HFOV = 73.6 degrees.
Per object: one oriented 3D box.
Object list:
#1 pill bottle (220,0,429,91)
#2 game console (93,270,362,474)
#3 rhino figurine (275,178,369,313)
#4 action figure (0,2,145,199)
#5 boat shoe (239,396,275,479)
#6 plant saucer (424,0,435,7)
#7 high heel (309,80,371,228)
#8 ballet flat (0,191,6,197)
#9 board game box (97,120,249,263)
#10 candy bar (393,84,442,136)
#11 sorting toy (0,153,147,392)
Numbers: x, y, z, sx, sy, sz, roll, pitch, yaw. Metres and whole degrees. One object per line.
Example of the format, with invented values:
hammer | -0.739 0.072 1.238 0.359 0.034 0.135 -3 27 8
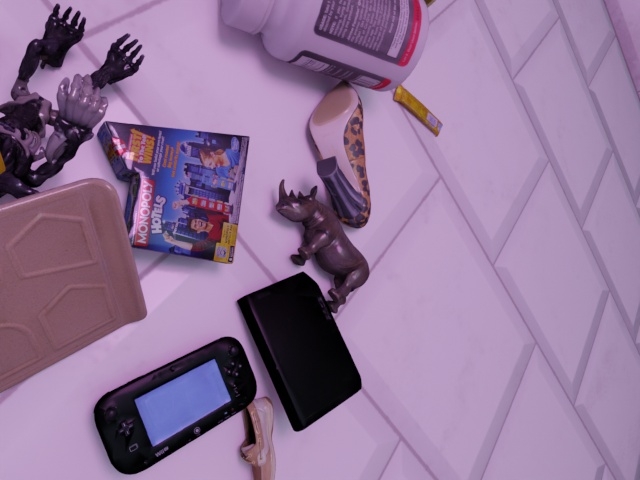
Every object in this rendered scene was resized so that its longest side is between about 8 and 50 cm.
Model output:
pill bottle | 0.008 -0.372 0.707 0.318 0.176 0.177 5 81 -32
game console | -0.112 0.197 0.604 0.361 0.044 0.213 -22 83 -35
rhino figurine | 0.000 0.000 0.725 0.106 0.073 0.243 -42 108 -29
action figure | -0.303 -0.148 0.436 0.164 0.141 0.276 30 49 -19
boat shoe | -0.096 0.304 0.631 0.045 0.050 0.136 6 71 -33
plant saucer | 0.101 -0.482 0.818 0.188 0.188 0.045 38 32 -28
high heel | 0.052 -0.158 0.804 0.186 0.093 0.261 54 37 -50
ballet flat | -0.413 -0.106 0.449 0.057 0.049 0.173 -40 112 10
board game box | -0.206 -0.076 0.585 0.194 0.060 0.194 13 76 -34
candy bar | 0.225 -0.291 0.967 0.161 0.018 0.040 29 71 -32
sorting toy | -0.310 0.017 0.417 0.229 0.041 0.307 -26 136 -35
